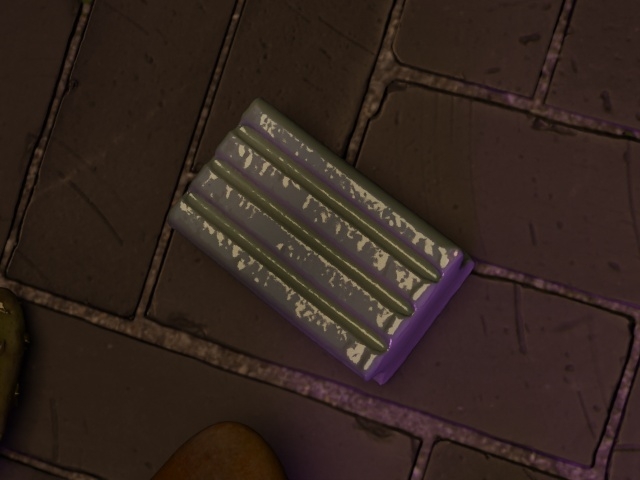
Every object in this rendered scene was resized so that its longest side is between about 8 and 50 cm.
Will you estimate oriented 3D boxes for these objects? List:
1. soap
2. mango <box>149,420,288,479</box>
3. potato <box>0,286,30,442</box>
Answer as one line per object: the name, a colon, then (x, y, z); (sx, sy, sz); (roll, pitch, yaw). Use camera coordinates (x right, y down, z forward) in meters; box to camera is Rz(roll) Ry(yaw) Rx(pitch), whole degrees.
soap: (0.000, 0.000, 1.647); (0.265, 0.087, 0.160); (37, 94, 17)
mango: (-0.145, 0.352, 1.581); (0.221, 0.199, 0.384); (24, 88, 16)
potato: (-0.367, 0.155, 1.725); (0.117, 0.090, 0.225); (14, 80, 23)
